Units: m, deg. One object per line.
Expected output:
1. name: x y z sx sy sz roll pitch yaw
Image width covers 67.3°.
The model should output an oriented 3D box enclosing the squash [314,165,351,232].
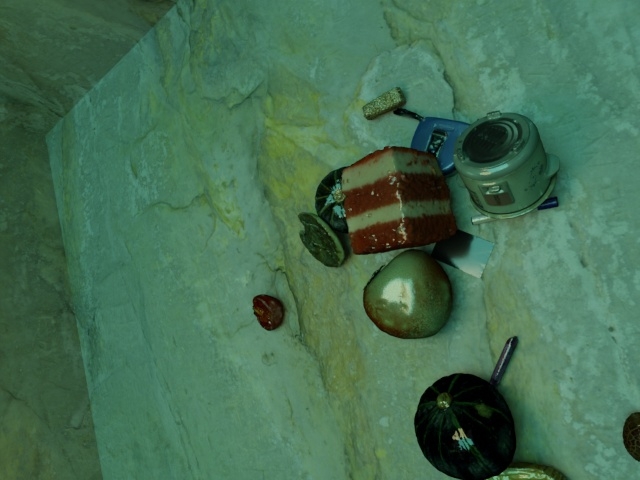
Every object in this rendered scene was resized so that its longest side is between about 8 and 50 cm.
1. squash: 0.100 -0.153 1.804 0.252 0.165 0.252 -4 81 27

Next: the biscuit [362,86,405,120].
1. biscuit: 0.238 -0.514 1.812 0.168 0.082 0.070 -23 84 24

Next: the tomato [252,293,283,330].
1. tomato: -0.209 0.289 1.995 0.139 0.091 0.159 15 120 42

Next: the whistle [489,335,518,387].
1. whistle: 0.576 0.380 1.513 0.033 0.033 0.177 26 98 32

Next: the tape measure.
1. tape measure: 0.368 -0.351 1.701 0.351 0.098 0.215 22 95 35

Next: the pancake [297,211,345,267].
1. pancake: 0.000 0.000 1.844 0.253 0.037 0.254 36 148 27

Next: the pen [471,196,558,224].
1. pen: 0.618 -0.092 1.544 0.269 0.033 0.033 -14 77 30

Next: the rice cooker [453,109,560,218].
1. rice cooker: 0.553 -0.217 1.453 0.316 0.316 0.264 -6 55 32

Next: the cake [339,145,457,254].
1. cake: 0.254 -0.128 1.587 0.269 0.270 0.320 -15 82 51

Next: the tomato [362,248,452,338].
1. tomato: 0.281 0.183 1.601 0.303 0.239 0.304 -7 77 30

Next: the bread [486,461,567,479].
1. bread: 0.598 0.741 1.395 0.250 0.133 0.179 -14 76 29

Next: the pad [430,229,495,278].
1. pad: 0.479 0.034 1.635 0.190 0.004 0.127 26 98 31

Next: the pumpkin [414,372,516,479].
1. pumpkin: 0.421 0.543 1.435 0.315 0.238 0.315 -32 29 20

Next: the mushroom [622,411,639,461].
1. mushroom: 0.852 0.524 1.280 0.085 0.109 0.126 -7 64 36
